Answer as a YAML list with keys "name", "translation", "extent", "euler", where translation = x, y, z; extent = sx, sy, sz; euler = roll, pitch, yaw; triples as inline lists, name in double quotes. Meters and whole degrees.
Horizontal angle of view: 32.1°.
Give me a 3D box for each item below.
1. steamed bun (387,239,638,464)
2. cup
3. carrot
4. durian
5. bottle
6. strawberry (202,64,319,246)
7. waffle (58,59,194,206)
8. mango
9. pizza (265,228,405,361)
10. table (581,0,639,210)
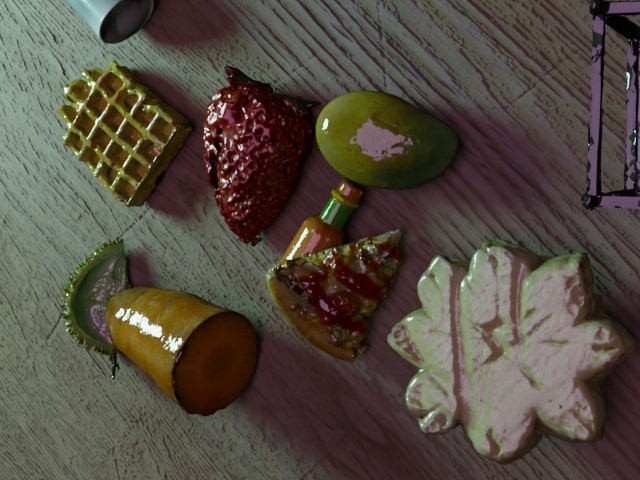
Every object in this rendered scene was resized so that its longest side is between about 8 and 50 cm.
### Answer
- name: "steamed bun"
  translation: [0.249, 0.134, 1.395]
  extent: [0.292, 0.137, 0.295]
  euler: [37, 101, 20]
- name: "cup"
  translation: [-0.310, -0.377, 1.659]
  extent: [0.133, 0.136, 0.099]
  euler: [47, 144, 16]
- name: "carrot"
  translation: [-0.225, 0.143, 1.618]
  extent: [0.225, 0.159, 0.159]
  euler: [21, 102, 33]
- name: "durian"
  translation: [-0.343, 0.103, 1.704]
  extent: [0.100, 0.086, 0.215]
  euler: [4, 93, 11]
- name: "bottle"
  translation: [0.000, 0.000, 1.537]
  extent: [0.069, 0.069, 0.187]
  euler: [36, 106, 19]
- name: "strawberry"
  translation: [-0.116, -0.116, 1.568]
  extent: [0.174, 0.098, 0.228]
  euler: [27, 103, 22]
- name: "waffle"
  translation: [-0.309, -0.177, 1.680]
  extent: [0.211, 0.055, 0.160]
  euler: [44, 110, 18]
- name: "mango"
  translation: [0.088, -0.133, 1.481]
  extent: [0.195, 0.092, 0.130]
  euler: [5, 93, 16]
- name: "pizza"
  translation: [0.041, 0.059, 1.500]
  extent: [0.199, 0.062, 0.188]
  euler: [-44, 114, 6]
- name: "table"
  translation: [0.474, -0.138, 1.193]
  extent: [0.335, 0.272, 0.222]
  euler: [3, 94, 25]
